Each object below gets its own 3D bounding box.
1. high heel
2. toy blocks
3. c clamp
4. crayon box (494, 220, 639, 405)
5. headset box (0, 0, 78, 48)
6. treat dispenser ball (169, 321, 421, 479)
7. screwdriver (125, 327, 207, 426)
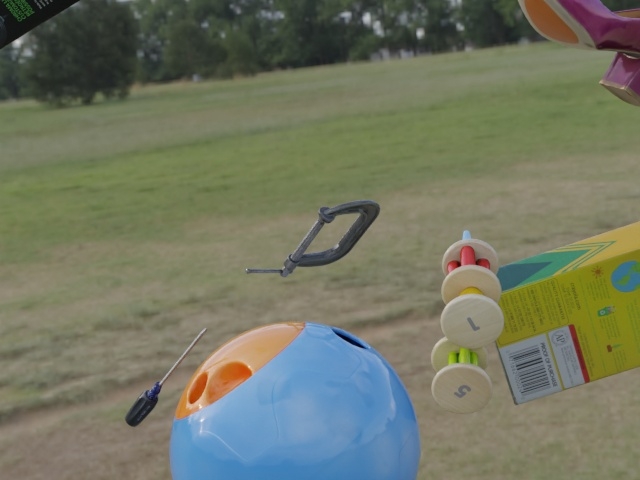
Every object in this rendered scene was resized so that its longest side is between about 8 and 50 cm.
[{"bbox_3d":[0.286,-0.231,0.949,0.244,0.117,0.082,28,4,-36],"label":"high heel"},{"bbox_3d":[0.132,0.066,0.882,0.054,0.123,0.148,6,28,4],"label":"toy blocks"},{"bbox_3d":[0.000,0.000,1.230,0.137,0.022,0.160,2,-38,-39],"label":"c clamp"},{"bbox_3d":[0.409,0.102,1.430,0.318,0.202,0.081,-18,24,7],"label":"crayon box"},{"bbox_3d":[-0.204,-0.290,0.760,0.283,0.131,0.246,-28,34,11],"label":"headset box"},{"bbox_3d":[-0.029,0.236,1.117,0.288,0.288,0.288,-7,9,1],"label":"treat dispenser ball"},{"bbox_3d":[-0.180,0.156,1.117,0.025,0.170,0.024,33,25,-5],"label":"screwdriver"}]
